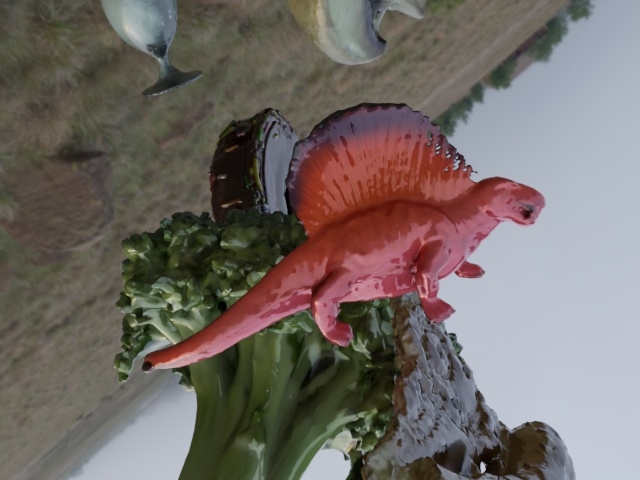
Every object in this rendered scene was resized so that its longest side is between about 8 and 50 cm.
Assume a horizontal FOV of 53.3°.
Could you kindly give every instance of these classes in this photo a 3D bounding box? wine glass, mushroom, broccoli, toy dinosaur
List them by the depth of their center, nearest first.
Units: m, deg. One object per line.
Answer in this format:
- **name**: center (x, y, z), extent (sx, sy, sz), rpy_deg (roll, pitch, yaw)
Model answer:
- **toy dinosaur**: center (0.002, -0.008, 0.409), extent (0.286, 0.139, 0.070), rpy_deg (-15, -163, 0)
- **broccoli**: center (-0.024, 0.123, 0.637), extent (0.338, 0.318, 0.277), rpy_deg (13, 146, -35)
- **wine glass**: center (-0.229, -0.297, 0.822), extent (0.092, 0.202, 0.093), rpy_deg (-15, -155, 7)
- **mushroom**: center (0.029, -0.452, 1.186), extent (0.292, 0.217, 0.212), rpy_deg (-15, 124, -41)

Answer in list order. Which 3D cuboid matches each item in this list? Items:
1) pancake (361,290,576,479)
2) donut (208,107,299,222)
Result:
- **pancake**: center (0.101, 0.116, 0.472), extent (0.057, 0.245, 0.266), rpy_deg (-35, 143, 24)
- **donut**: center (-0.074, -0.056, 0.845), extent (0.089, 0.235, 0.235), rpy_deg (-6, -169, 15)
